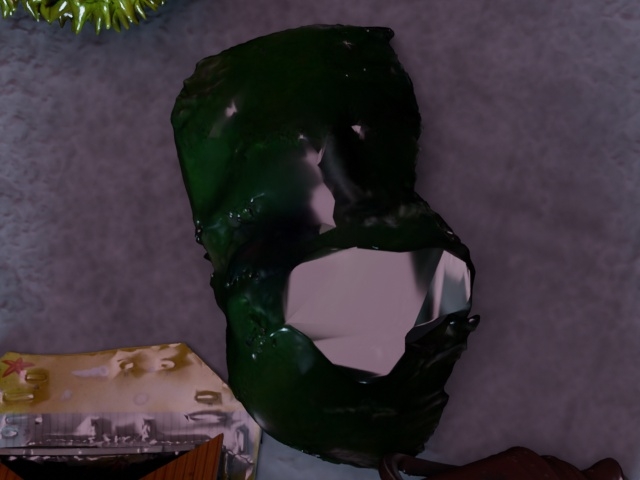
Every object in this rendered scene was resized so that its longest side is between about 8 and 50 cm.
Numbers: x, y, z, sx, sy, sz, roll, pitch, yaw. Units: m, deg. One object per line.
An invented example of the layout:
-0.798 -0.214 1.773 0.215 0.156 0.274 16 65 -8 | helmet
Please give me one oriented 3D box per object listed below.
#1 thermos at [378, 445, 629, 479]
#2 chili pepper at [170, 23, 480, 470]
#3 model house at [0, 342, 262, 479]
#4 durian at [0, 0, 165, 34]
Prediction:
0.073 0.175 0.852 0.232 0.099 0.124 -14 121 -24 | thermos
0.002 0.002 0.886 0.148 0.116 0.265 -8 84 -9 | chili pepper
-0.149 0.158 0.877 0.219 0.136 0.207 0 84 7 | model house
-0.158 -0.229 0.913 0.237 0.176 0.200 32 121 1 | durian
